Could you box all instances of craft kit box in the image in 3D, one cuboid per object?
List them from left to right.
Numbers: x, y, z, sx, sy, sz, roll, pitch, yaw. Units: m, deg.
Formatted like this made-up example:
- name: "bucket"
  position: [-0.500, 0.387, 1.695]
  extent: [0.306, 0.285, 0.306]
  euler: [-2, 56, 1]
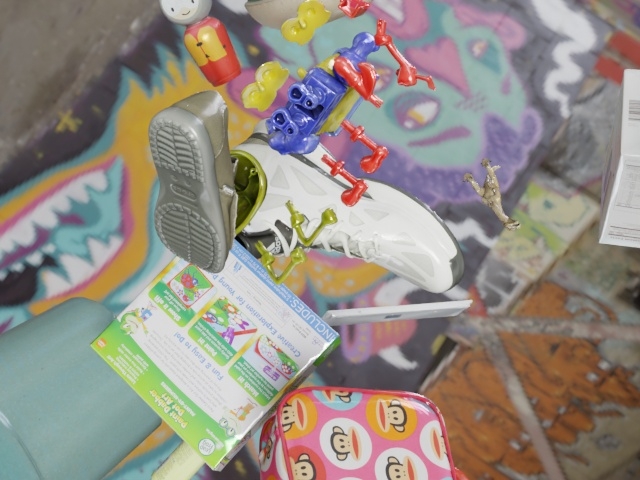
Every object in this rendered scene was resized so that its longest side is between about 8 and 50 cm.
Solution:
- name: "craft kit box"
  position: [-0.143, 0.142, 1.491]
  extent: [0.246, 0.250, 0.061]
  euler: [-45, 166, -9]

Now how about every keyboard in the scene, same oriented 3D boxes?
- name: "keyboard"
  position: [0.122, 0.120, 1.782]
  extent: [0.072, 0.256, 0.014]
  euler: [135, -51, -65]

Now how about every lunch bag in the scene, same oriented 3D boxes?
- name: "lunch bag"
  position: [0.068, 0.314, 1.242]
  extent: [0.120, 0.258, 0.293]
  euler: [121, -32, -53]

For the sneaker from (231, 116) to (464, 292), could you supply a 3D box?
- name: "sneaker"
  position: [-0.001, 0.000, 1.788]
  extent: [0.257, 0.448, 0.169]
  euler: [-46, 162, -34]

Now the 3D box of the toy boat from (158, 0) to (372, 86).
- name: "toy boat"
  position: [-0.057, -0.336, 1.422]
  extent: [0.318, 0.148, 0.267]
  euler: [-36, -160, -23]

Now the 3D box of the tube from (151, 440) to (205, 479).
- name: "tube"
  position: [-0.220, 0.380, 2.033]
  extent: [0.240, 0.070, 0.062]
  euler: [-48, 161, 11]

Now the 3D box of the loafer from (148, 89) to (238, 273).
- name: "loafer"
  position: [-0.120, -0.059, 1.152]
  extent: [0.087, 0.094, 0.251]
  euler: [-53, 162, -33]

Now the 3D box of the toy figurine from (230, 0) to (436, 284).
- name: "toy figurine"
  position: [0.010, -0.143, 1.392]
  extent: [0.362, 0.191, 0.217]
  euler: [-55, 174, 25]

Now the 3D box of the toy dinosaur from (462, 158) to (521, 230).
- name: "toy dinosaur"
  position: [0.267, -0.081, 1.717]
  extent: [0.053, 0.092, 0.183]
  euler: [-27, -145, 15]

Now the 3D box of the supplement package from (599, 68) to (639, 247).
- name: "supplement package"
  position: [0.612, -0.135, 1.916]
  extent: [0.262, 0.198, 0.199]
  euler: [82, 17, -55]

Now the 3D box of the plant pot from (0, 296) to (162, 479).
- name: "plant pot"
  position: [-0.438, 0.274, 1.647]
  extent: [0.334, 0.341, 0.341]
  euler: [-36, 165, -37]
